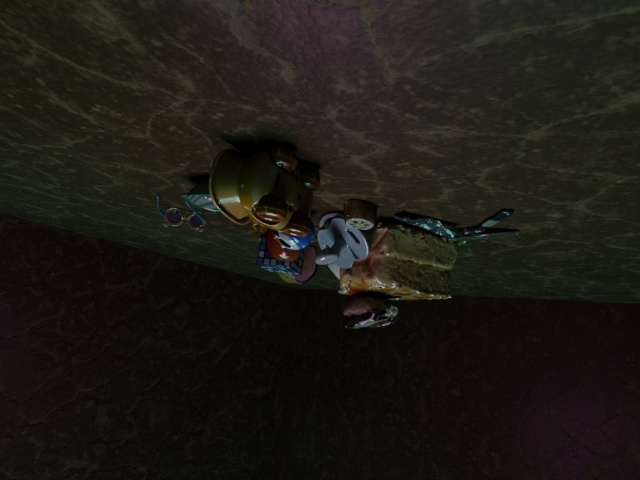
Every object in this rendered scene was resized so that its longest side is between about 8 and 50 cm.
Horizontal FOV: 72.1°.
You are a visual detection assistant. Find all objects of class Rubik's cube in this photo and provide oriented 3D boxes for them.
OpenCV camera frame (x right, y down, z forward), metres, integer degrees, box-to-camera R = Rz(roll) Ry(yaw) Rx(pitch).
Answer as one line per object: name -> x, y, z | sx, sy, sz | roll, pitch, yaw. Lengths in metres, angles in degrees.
Rubik's cube -> -0.186, 0.056, 2.147 | 0.182, 0.187, 0.184 | 5, 165, 16

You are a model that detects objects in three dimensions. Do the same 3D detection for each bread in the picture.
bread -> 0.305, 0.099, 1.822 | 0.371, 0.280, 0.390 | 12, 166, -25

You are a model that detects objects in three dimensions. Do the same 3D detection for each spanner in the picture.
spanner -> 0.586, -0.057, 1.529 | 0.087, 0.024, 0.316 | 7, 166, -3

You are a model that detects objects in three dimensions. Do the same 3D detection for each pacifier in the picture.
pacifier -> 0.049, 0.024, 1.694 | 0.227, 0.207, 0.279 | 48, 146, -2

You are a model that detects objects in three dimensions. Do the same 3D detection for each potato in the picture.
potato -> -0.160, 0.128, 2.398 | 0.229, 0.229, 0.266 | 16, 162, -33

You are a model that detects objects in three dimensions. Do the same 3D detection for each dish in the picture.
dish -> -0.365, -0.156, 1.554 | 0.224, 0.078, 0.246 | 9, 167, -2

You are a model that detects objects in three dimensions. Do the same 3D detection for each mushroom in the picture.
mushroom -> 0.217, 0.302, 1.884 | 0.247, 0.130, 0.344 | -23, 162, 20

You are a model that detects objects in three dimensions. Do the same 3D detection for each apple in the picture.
apple -> -0.160, 0.005, 1.945 | 0.180, 0.169, 0.181 | 10, 173, 1

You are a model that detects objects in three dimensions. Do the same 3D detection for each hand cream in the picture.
hand cream -> 0.389, -0.052, 1.599 | 0.247, 0.052, 0.075 | 11, 166, -14

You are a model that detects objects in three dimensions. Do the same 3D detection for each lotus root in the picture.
lotus root -> 0.138, -0.093, 1.538 | 0.122, 0.081, 0.112 | 11, 160, -13

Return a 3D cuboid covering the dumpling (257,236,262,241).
dumpling -> -0.289, 0.002, 2.304 | 0.077, 0.043, 0.059 | -7, -175, -3

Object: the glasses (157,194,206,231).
glasses -> -0.595, -0.140, 1.876 | 0.189, 0.088, 0.221 | 9, 148, 1

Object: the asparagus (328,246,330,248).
asparagus -> 0.079, 0.046, 2.181 | 0.080, 0.080, 0.287 | 5, 162, 14

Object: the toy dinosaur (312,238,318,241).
toy dinosaur -> 0.003, 0.002, 2.140 | 0.113, 0.026, 0.041 | -10, 153, 29

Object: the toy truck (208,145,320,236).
toy truck -> -0.141, -0.136, 1.211 | 0.211, 0.205, 0.288 | 4, 167, 28

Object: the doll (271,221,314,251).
doll -> -0.114, -0.056, 1.663 | 0.215, 0.161, 0.257 | 33, 168, 29

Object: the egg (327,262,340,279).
egg -> 0.192, 0.156, 2.243 | 0.271, 0.162, 0.206 | -10, 169, -43

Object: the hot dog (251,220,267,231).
hot dog -> -0.271, -0.069, 1.958 | 0.071, 0.045, 0.165 | 11, 167, -4

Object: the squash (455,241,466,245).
squash -> 0.574, 0.007, 1.802 | 0.027, 0.028, 0.083 | 11, 168, -12

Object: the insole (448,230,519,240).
insole -> 0.605, -0.016, 1.639 | 0.247, 0.011, 0.081 | -6, 169, 22
